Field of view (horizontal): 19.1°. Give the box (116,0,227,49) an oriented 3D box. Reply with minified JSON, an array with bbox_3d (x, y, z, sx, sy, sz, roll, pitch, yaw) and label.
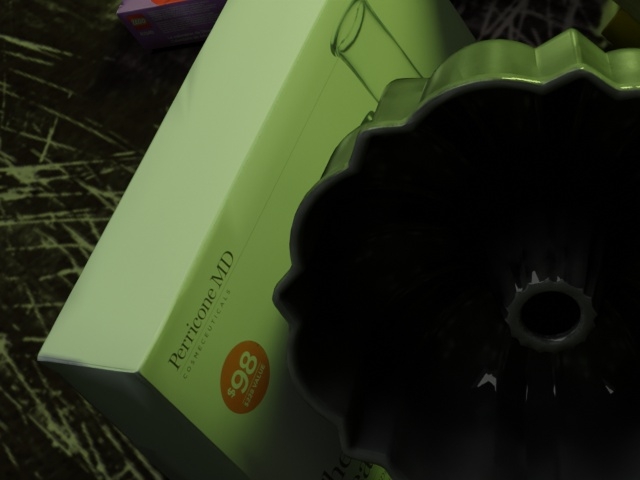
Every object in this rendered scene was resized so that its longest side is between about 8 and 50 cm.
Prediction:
[{"bbox_3d":[-0.029,-0.283,1.732,0.293,0.057,0.201,-5,51,34],"label":"box"}]

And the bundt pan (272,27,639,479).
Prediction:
[{"bbox_3d":[0.141,0.013,1.167,0.331,0.331,0.124,-24,27,19],"label":"bundt pan"}]

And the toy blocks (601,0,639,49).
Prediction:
[{"bbox_3d":[0.260,-0.299,1.328,0.261,0.381,0.191,-50,-2,-19],"label":"toy blocks"}]

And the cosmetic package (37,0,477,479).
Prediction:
[{"bbox_3d":[0.000,0.000,1.291,0.097,0.284,0.377,3,58,40],"label":"cosmetic package"}]
